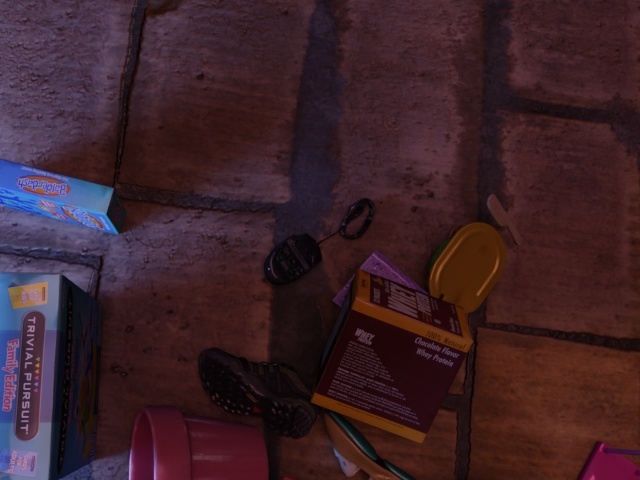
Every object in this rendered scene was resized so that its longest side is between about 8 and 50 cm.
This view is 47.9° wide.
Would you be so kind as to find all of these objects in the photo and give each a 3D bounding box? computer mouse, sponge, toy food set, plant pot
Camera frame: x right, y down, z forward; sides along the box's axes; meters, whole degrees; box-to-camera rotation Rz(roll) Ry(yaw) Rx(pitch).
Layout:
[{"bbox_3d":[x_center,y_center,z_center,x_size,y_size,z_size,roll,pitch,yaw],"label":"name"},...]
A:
[{"bbox_3d":[0.000,0.000,1.270,0.242,0.041,0.071,-32,93,-20],"label":"computer mouse"},{"bbox_3d":[0.136,0.126,1.231,0.210,0.031,0.117,41,111,1],"label":"sponge"},{"bbox_3d":[0.258,0.034,1.287,0.128,0.071,0.218,45,77,-22],"label":"toy food set"},{"bbox_3d":[-0.184,0.350,1.094,0.180,0.201,0.201,3,77,-24],"label":"plant pot"}]

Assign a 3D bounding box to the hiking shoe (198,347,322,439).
[{"bbox_3d":[-0.095,0.240,1.185,0.226,0.114,0.086,28,112,19],"label":"hiking shoe"}]

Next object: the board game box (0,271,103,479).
[{"bbox_3d":[-0.375,0.196,1.015,0.079,0.336,0.254,1,78,-8],"label":"board game box"}]

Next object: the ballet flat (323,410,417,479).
[{"bbox_3d":[0.080,0.377,1.180,0.232,0.080,0.073,40,91,3],"label":"ballet flat"}]

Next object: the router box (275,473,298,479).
[{"bbox_3d":[-0.112,0.550,1.004,0.301,0.082,0.336,-19,102,-33],"label":"router box"}]

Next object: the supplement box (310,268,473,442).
[{"bbox_3d":[0.111,0.181,1.152,0.191,0.129,0.194,21,108,-2],"label":"supplement box"}]

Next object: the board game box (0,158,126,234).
[{"bbox_3d":[-0.429,-0.070,1.155,0.210,0.160,0.047,14,77,-5],"label":"board game box"}]

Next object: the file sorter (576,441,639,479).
[{"bbox_3d":[0.567,0.500,1.168,0.290,0.182,0.202,35,75,0],"label":"file sorter"}]
